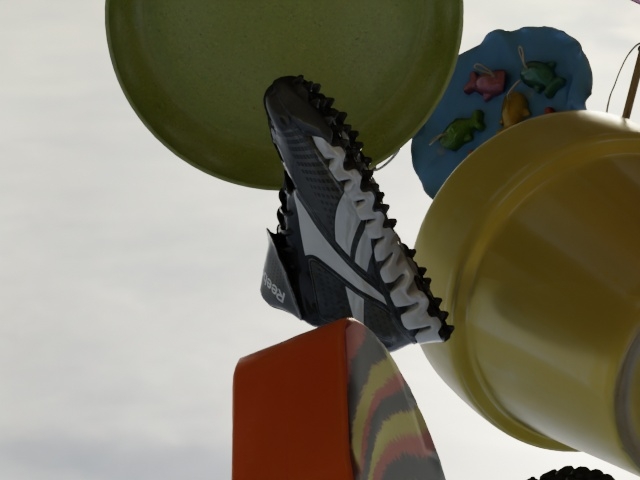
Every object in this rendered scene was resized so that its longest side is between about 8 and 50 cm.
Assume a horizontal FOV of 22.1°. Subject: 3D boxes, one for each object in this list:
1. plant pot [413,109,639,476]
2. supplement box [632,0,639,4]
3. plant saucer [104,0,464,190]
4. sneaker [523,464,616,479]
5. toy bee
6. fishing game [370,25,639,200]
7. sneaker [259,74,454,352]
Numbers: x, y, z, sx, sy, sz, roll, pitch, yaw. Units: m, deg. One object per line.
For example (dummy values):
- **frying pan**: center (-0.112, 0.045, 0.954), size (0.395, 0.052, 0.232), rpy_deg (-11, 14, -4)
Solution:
- **plant pot**: center (0.222, 0.054, 1.165), size (0.254, 0.254, 0.239), rpy_deg (-4, -162, -19)
- **supplement box**: center (0.239, -0.233, 0.909), size (0.220, 0.114, 0.111), rpy_deg (-28, -156, -3)
- **plant saucer**: center (-0.024, -0.153, 1.113), size (0.241, 0.240, 0.037), rpy_deg (0, -160, -2)
- **sneaker**: center (0.204, 0.216, 0.925), size (0.110, 0.122, 0.283), rpy_deg (-35, -160, -13)
- **toy bee**: center (0.008, 0.183, 0.583), size (0.195, 0.162, 0.298), rpy_deg (-5, -134, 39)
- **fishing game**: center (0.148, -0.106, 1.400), size (0.264, 0.189, 0.041), rpy_deg (9, 162, 43)
- **sneaker**: center (0.000, 0.000, 1.069), size (0.106, 0.234, 0.078), rpy_deg (-25, -143, 5)
